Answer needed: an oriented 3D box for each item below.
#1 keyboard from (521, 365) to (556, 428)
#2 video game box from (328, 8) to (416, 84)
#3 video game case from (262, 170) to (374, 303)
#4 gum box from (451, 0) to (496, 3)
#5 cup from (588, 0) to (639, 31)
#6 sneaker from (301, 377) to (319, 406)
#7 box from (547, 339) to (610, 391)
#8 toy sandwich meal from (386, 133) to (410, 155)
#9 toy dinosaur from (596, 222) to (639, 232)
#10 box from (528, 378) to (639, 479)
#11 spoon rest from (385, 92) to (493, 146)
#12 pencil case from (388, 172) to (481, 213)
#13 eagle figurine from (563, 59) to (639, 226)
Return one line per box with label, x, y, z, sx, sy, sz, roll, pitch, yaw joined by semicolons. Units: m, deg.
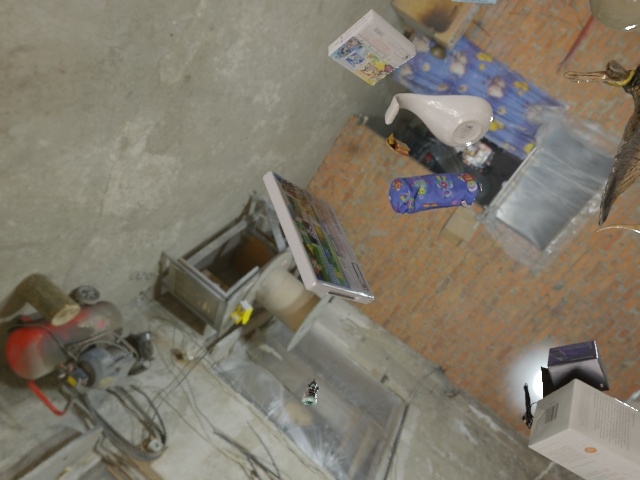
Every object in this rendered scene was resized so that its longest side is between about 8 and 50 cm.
keyboard;0.866;0.630;1.650;0.033;0.201;0.317;87;17;-48
video game box;0.160;-0.591;1.347;0.205;0.048;0.187;18;150;-39
video game case;0.000;0.000;1.122;0.036;0.329;0.299;-34;151;21
gum box;0.546;-0.925;1.491;0.185;0.156;0.041;87;18;-46
cup;0.864;-0.709;1.146;0.331;0.331;0.237;-50;168;-18
sneaker;-0.023;0.385;1.107;0.098;0.038;0.069;118;-7;-65
box;0.856;0.424;1.444;0.153;0.108;0.207;-21;173;29
toy sandwich meal;0.229;-0.281;1.272;0.029;0.085;0.085;-53;172;37
toy dinosaur;0.663;-0.019;0.859;0.092;0.183;0.053;-45;151;-37
box;0.832;0.590;1.254;0.168;0.345;0.215;-54;167;-37
spoon rest;0.278;-0.292;1.016;0.137;0.276;0.084;118;-29;-45
pencil case;0.386;-0.157;1.464;0.305;0.133;0.119;-7;151;-20
eagle figurine;0.587;-0.180;0.761;0.225;0.226;0.299;31;53;-48
